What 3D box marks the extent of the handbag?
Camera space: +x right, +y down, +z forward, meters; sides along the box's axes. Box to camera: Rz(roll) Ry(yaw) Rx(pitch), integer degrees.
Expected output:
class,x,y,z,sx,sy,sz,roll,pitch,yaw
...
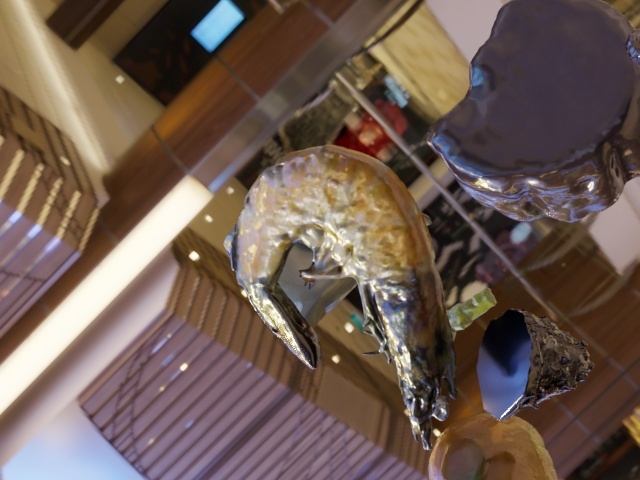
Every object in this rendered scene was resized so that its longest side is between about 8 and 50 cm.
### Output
class,x,y,z,sx,sy,sz,roll,pitch,yaw
handbag,0.000,-0.005,1.475,0.253,0.316,0.109,40,165,27

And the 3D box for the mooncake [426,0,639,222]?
class,x,y,z,sx,sy,sz,roll,pitch,yaw
mooncake,0.393,-0.211,1.414,0.212,0.381,0.350,38,-172,-48

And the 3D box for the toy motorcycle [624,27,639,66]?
class,x,y,z,sx,sy,sz,roll,pitch,yaw
toy motorcycle,0.472,-0.253,1.035,0.122,0.215,0.080,39,148,20

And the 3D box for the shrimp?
class,x,y,z,sx,sy,sz,roll,pitch,yaw
shrimp,0.039,0.093,1.085,0.444,0.272,0.085,66,-159,-14

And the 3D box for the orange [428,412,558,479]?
class,x,y,z,sx,sy,sz,roll,pitch,yaw
orange,0.356,0.496,1.725,0.334,0.263,0.196,-92,-19,-53

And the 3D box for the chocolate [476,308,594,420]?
class,x,y,z,sx,sy,sz,roll,pitch,yaw
chocolate,0.308,0.172,1.137,0.133,0.156,0.156,11,-165,-14

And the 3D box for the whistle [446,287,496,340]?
class,x,y,z,sx,sy,sz,roll,pitch,yaw
whistle,0.248,0.158,1.561,0.057,0.198,0.104,43,-155,-23
